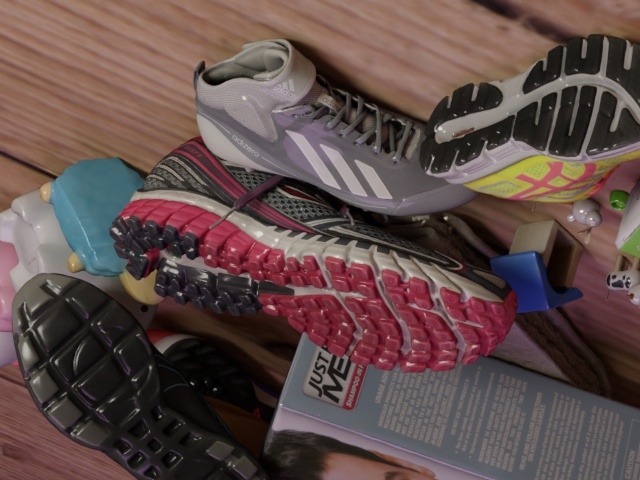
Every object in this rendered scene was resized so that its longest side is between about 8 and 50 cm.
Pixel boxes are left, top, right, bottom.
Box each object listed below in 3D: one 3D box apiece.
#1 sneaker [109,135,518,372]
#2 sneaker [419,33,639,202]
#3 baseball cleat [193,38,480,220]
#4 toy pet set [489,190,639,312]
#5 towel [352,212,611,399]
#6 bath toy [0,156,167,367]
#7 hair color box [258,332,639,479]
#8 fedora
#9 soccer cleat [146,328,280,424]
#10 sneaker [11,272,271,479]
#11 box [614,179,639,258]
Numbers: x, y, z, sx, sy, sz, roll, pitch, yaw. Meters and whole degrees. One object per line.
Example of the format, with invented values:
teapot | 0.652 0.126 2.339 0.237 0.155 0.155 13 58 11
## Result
sneaker | 0.000 0.000 1.243 0.299 0.112 0.121 19 146 18
sneaker | 0.161 -0.066 1.088 0.094 0.081 0.208 28 160 -32
baseball cleat | 0.010 -0.075 1.171 0.206 0.072 0.109 10 146 11
toy pet set | 0.176 0.015 1.232 0.114 0.065 0.122 -9 141 45
towel | 0.093 0.059 1.397 0.187 0.049 0.282 -1 148 38
bath toy | -0.223 0.038 1.502 0.129 0.151 0.348 -15 174 -35
hair color box | 0.141 0.194 1.411 0.374 0.113 0.185 19 143 1
fedora | -0.084 0.186 1.546 0.194 0.079 0.194 25 176 2
soccer cleat | -0.085 0.182 1.713 0.116 0.108 0.318 16 159 48
sneaker | -0.146 0.134 1.373 0.267 0.101 0.106 51 175 -11
box | 0.371 -0.004 1.075 0.322 0.058 0.232 20 154 -4
